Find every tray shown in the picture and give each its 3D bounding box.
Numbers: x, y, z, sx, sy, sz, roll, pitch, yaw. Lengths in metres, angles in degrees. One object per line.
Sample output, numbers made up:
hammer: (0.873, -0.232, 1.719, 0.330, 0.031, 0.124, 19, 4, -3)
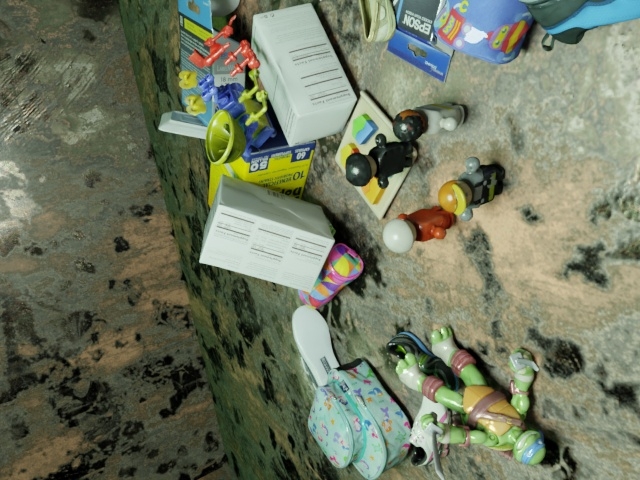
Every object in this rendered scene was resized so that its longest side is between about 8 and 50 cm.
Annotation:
tray: (-0.323, -0.328, 1.433, 0.145, 0.270, 0.030, -109, 32, -57)

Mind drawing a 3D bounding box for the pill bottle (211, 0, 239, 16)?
pill bottle: (-0.305, -0.737, 1.350, 0.221, 0.121, 0.121, 66, 151, 12)

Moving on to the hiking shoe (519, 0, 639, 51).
hiking shoe: (0.345, -0.293, 0.469, 0.304, 0.132, 0.113, -7, 63, 45)

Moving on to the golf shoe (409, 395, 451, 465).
golf shoe: (0.232, 0.407, 1.059, 0.067, 0.085, 0.186, 27, 127, 55)

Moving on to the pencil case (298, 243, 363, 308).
pencil case: (0.020, 0.093, 1.252, 0.105, 0.104, 0.236, 66, 150, 13)

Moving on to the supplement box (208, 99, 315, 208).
supplement box: (-0.173, -0.175, 1.346, 0.195, 0.194, 0.357, 56, 148, 29)

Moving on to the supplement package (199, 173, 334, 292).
supplement package: (-0.128, -0.019, 1.146, 0.204, 0.261, 0.145, -108, 39, -63)

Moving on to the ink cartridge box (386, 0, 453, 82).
ink cartridge box: (0.160, -0.426, 0.753, 0.165, 0.065, 0.333, 46, 143, 39)

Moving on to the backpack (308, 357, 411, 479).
backpack: (0.097, 0.455, 1.231, 0.253, 0.191, 0.225, 42, 134, 34)

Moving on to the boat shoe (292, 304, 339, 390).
boat shoe: (-0.011, 0.338, 1.446, 0.301, 0.108, 0.102, 63, 150, 3)

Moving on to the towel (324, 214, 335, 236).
towel: (0.000, 0.000, 1.220, 0.152, 0.023, 0.113, -122, 51, -69)

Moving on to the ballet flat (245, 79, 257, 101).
ballet flat: (-0.208, -0.396, 1.442, 0.213, 0.072, 0.068, 63, 178, 19)

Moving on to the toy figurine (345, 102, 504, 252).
toy figurine: (0.162, -0.104, 0.807, 0.209, 0.148, 0.213, -39, 76, 55)

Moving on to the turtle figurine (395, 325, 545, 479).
turtle figurine: (0.247, 0.241, 0.831, 0.266, 0.274, 0.198, 35, 100, 54)

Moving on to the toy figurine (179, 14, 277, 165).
toy figurine: (-0.148, -0.285, 1.088, 0.191, 0.217, 0.363, -37, 52, 18)

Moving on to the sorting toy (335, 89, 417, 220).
sorting toy: (0.101, -0.171, 1.022, 0.193, 0.038, 0.208, 57, 148, 27)

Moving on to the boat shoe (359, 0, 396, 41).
boat shoe: (0.079, -0.397, 0.793, 0.056, 0.048, 0.153, 0, 104, 61)

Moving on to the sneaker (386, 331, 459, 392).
sneaker: (0.209, 0.261, 1.025, 0.188, 0.078, 0.067, 34, 133, 46)

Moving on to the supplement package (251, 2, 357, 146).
supplement package: (-0.042, -0.350, 1.057, 0.139, 0.133, 0.244, 124, 124, -71)

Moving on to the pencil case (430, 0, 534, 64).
pencil case: (0.236, -0.371, 0.587, 0.306, 0.119, 0.133, 104, 158, -45)

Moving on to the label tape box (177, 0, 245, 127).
label tape box: (-0.302, -0.505, 1.364, 0.240, 0.105, 0.334, 44, 137, 41)
